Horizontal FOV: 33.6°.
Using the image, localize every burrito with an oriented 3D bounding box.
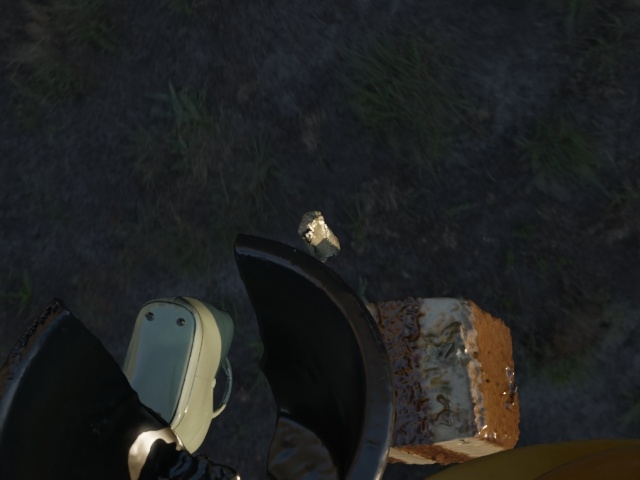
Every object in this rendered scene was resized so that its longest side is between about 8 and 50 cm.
[{"bbox_3d":[-0.002,-0.001,1.686,0.042,0.171,0.051,32,81,24],"label":"burrito"}]

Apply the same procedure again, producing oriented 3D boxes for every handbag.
[{"bbox_3d":[-0.205,0.206,1.605,0.109,0.315,0.241,13,80,11],"label":"handbag"}]

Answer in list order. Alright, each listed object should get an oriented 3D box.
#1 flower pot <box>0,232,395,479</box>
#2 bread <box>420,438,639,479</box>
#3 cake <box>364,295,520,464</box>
[{"bbox_3d":[-0.096,0.218,0.994,0.379,0.379,0.251,-19,143,1],"label":"flower pot"},{"bbox_3d":[0.194,0.274,0.553,0.424,0.245,0.329,14,75,-20],"label":"bread"},{"bbox_3d":[0.161,0.235,1.763,0.290,0.282,0.256,-13,69,23],"label":"cake"}]
